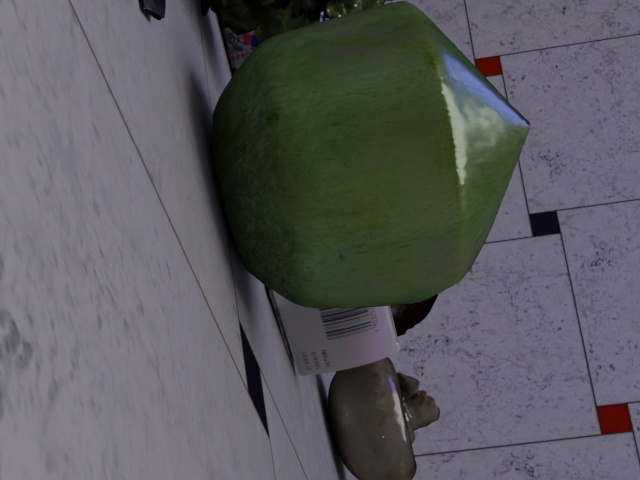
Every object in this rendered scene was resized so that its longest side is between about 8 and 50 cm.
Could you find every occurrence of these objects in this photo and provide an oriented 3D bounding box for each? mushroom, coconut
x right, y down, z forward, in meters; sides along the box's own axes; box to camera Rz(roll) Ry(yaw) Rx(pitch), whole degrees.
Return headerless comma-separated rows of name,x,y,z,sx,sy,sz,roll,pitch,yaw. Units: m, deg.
mushroom,0.103,0.289,1.791,0.226,0.178,0.226,170,-90,-84
coconut,0.056,-0.087,1.133,0.281,0.328,0.328,77,1,-50

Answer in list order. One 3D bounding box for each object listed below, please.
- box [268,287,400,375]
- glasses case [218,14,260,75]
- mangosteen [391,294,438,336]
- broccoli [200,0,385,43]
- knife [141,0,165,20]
box,0.000,-0.002,1.486,0.333,0.145,0.173,-102,179,-48
glasses case,-0.073,-0.286,1.597,0.076,0.125,0.327,-84,160,-85
mangosteen,0.063,0.030,1.691,0.235,0.236,0.261,47,23,-85
broccoli,0.002,-0.361,1.320,0.281,0.348,0.293,-68,140,-68
knife,-0.152,-0.260,0.982,0.230,0.028,0.060,-97,161,-48
